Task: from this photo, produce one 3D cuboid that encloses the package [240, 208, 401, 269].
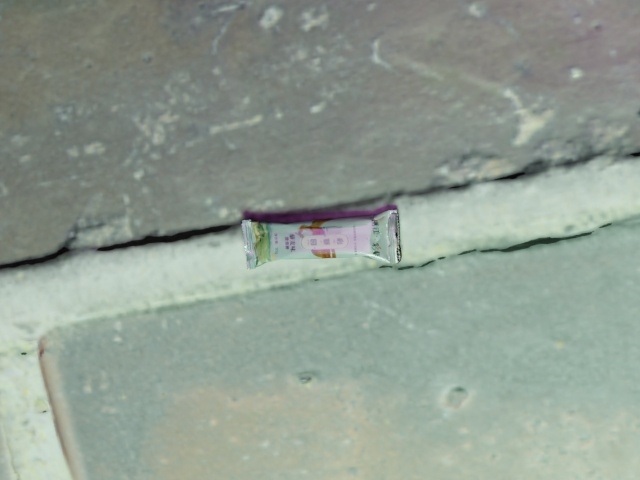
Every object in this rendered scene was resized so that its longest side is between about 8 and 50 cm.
[{"bbox_3d":[0.000,0.000,0.913,0.110,0.015,0.037,-3,93,14],"label":"package"}]
